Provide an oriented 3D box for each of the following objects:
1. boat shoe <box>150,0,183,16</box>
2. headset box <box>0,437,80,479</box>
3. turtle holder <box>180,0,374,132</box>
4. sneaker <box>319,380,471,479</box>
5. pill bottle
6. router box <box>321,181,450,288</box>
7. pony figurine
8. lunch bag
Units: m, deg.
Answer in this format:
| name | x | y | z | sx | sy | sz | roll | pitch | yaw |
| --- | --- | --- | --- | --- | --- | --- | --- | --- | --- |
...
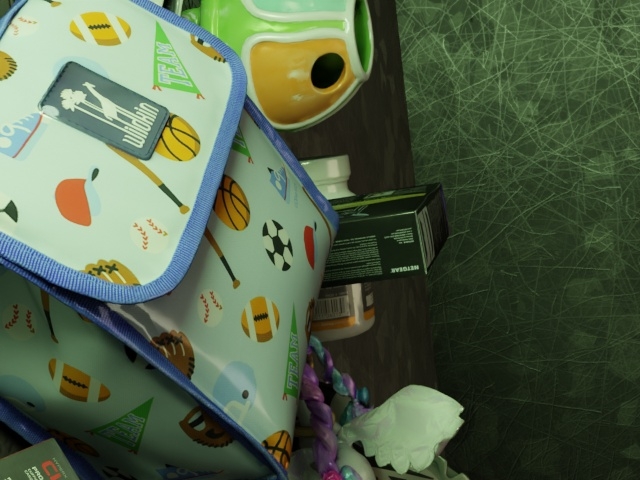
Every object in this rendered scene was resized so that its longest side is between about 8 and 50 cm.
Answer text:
| name | x | y | z | sx | sy | sz | roll | pitch | yaw |
| --- | --- | --- | --- | --- | --- | --- | --- | --- | --- |
| boat shoe | -0.186 | -0.240 | 1.037 | 0.066 | 0.063 | 0.184 | 58 | 31 | -59 |
| headset box | -0.210 | 0.264 | 0.561 | 0.218 | 0.110 | 0.293 | 55 | 13 | 9 |
| turtle holder | -0.042 | -0.279 | 1.258 | 0.320 | 0.227 | 0.243 | -51 | 134 | -67 |
| sneaker | 0.067 | 0.349 | 1.439 | 0.146 | 0.330 | 0.122 | -49 | 151 | -17 |
| pill bottle | -0.006 | 0.010 | 1.419 | 0.162 | 0.162 | 0.278 | -30 | 114 | -73 |
| router box | 0.000 | 0.000 | 1.176 | 0.243 | 0.309 | 0.081 | -38 | 119 | -71 |
| pony figurine | 0.025 | 0.308 | 1.202 | 0.351 | 0.303 | 0.363 | 40 | -28 | 63 |
| lunch bag | -0.162 | -0.005 | 0.772 | 0.385 | 0.239 | 0.328 | 53 | 33 | -34 |
